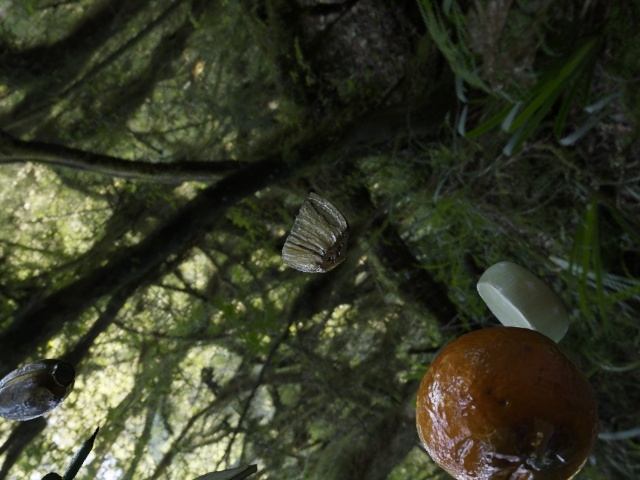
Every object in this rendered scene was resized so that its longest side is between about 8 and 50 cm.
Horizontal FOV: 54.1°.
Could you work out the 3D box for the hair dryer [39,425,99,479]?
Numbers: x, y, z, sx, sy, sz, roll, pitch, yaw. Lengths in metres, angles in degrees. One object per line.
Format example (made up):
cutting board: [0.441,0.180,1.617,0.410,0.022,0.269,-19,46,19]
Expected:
hair dryer: [-0.439,0.405,1.130,0.071,0.150,0.047,21,160,26]

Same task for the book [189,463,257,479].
book: [-0.256,0.519,1.305,0.231,0.157,0.026,1,-109,-59]

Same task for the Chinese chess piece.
Chinese chess piece: [0.517,0.165,1.607,0.250,0.101,0.250,49,175,6]

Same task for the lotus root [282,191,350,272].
lotus root: [0.001,0.001,1.284,0.135,0.159,0.095,33,-178,40]

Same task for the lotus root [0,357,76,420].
lotus root: [-0.690,0.361,1.516,0.123,0.241,0.124,50,-152,-41]

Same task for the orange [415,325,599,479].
orange: [0.230,0.217,0.778,0.224,0.224,0.170,41,-171,-21]
